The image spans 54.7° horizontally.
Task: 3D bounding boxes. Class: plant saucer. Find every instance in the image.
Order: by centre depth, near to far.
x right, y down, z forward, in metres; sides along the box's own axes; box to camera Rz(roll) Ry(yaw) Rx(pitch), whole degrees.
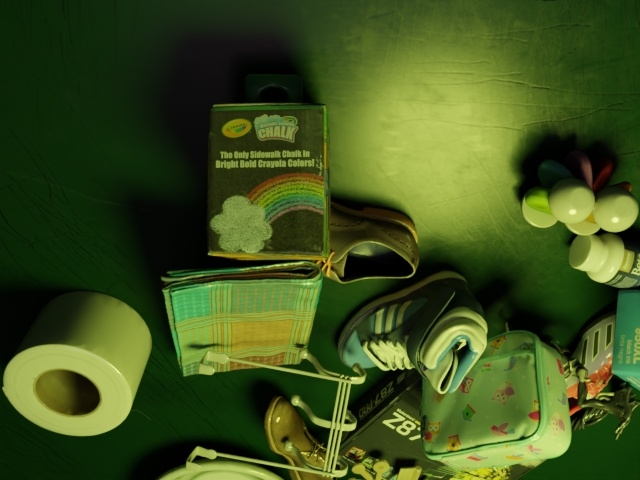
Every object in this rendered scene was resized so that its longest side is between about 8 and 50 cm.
[{"bbox_3d":[-0.235,0.650,1.535,0.400,0.101,0.401,0,123,0],"label":"plant saucer"}]

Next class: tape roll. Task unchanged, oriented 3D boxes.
[{"bbox_3d":[-0.480,0.247,1.246,0.246,0.169,0.246,0,122,0],"label":"tape roll"}]

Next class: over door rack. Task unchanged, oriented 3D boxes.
[{"bbox_3d":[-0.089,0.336,1.228,0.324,0.108,0.240,7,106,-8],"label":"over door rack"}]

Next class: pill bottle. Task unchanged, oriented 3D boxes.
[{"bbox_3d":[0.556,0.040,1.150,0.169,0.094,0.094,15,121,-9],"label":"pill bottle"}]

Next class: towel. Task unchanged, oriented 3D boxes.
[{"bbox_3d":[-0.143,0.160,1.160,0.271,0.040,0.370,-4,145,-10],"label":"towel"}]

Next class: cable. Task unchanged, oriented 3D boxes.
[{"bbox_3d":[0.593,0.370,1.343,0.184,0.047,0.150,-1,148,-47],"label":"cable"}]

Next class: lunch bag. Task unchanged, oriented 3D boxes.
[{"bbox_3d":[0.303,0.290,1.129,0.108,0.224,0.279,31,140,-31],"label":"lunch bag"}]

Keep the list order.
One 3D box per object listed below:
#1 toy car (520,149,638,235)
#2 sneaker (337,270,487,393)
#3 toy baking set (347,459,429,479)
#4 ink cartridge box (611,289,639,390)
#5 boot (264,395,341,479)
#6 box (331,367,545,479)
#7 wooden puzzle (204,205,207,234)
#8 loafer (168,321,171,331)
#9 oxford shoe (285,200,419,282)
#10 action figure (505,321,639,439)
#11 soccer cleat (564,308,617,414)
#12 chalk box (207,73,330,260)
[{"bbox_3d":[0.444,-0.085,1.060,0.181,0.159,0.136,10,87,-5],"label":"toy car"},{"bbox_3d":[0.166,0.209,1.175,0.322,0.236,0.130,-34,116,19],"label":"sneaker"},{"bbox_3d":[0.118,0.566,1.404,0.196,0.030,0.256,29,119,-19],"label":"toy baking set"},{"bbox_3d":[0.757,0.202,1.057,0.285,0.166,0.394,30,156,-36],"label":"ink cartridge box"},{"bbox_3d":[-0.034,0.453,1.388,0.115,0.112,0.305,3,135,29],"label":"boot"},{"bbox_3d":[0.271,0.456,1.412,0.395,0.097,0.318,35,113,-18],"label":"box"},{"bbox_3d":[-0.192,-0.030,1.164,0.049,0.006,0.083,9,121,-5],"label":"wooden puzzle"},{"bbox_3d":[-0.191,0.140,1.241,0.220,0.078,0.080,-11,80,-2],"label":"loafer"},{"bbox_3d":[0.000,0.000,1.107,0.363,0.133,0.130,3,122,-1],"label":"oxford shoe"},{"bbox_3d":[0.460,0.274,1.199,0.141,0.275,0.164,-56,149,-2],"label":"action figure"},{"bbox_3d":[0.560,0.272,1.281,0.108,0.116,0.318,28,118,-16],"label":"soccer cleat"},{"bbox_3d":[-0.074,-0.115,0.980,0.180,0.179,0.289,1,86,2],"label":"chalk box"}]
